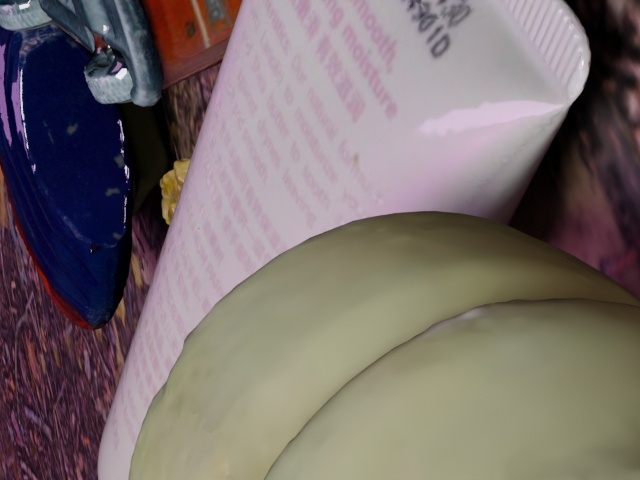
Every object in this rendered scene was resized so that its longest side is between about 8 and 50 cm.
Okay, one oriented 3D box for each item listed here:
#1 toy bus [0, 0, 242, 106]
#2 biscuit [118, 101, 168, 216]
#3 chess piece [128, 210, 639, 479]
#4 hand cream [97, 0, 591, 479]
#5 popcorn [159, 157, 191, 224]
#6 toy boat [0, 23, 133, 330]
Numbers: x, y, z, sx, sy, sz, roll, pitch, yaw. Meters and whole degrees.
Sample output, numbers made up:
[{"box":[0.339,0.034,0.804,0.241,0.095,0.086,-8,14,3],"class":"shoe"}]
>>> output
[{"box":[-0.087,-0.149,0.736,0.265,0.120,0.121,38,149,61],"class":"toy bus"},{"box":[-0.152,-0.172,1.020,0.099,0.038,0.322,139,113,-70],"class":"biscuit"},{"box":[0.085,0.115,0.281,0.442,0.234,0.234,-145,47,-70],"class":"chess piece"},{"box":[0.000,0.000,0.626,0.358,0.118,0.185,112,146,-44],"class":"hand cream"},{"box":[-0.047,-0.007,0.805,0.082,0.057,0.083,-151,50,-67],"class":"popcorn"},{"box":[-0.170,-0.045,1.023,0.318,0.072,0.219,132,121,-71],"class":"toy boat"}]
